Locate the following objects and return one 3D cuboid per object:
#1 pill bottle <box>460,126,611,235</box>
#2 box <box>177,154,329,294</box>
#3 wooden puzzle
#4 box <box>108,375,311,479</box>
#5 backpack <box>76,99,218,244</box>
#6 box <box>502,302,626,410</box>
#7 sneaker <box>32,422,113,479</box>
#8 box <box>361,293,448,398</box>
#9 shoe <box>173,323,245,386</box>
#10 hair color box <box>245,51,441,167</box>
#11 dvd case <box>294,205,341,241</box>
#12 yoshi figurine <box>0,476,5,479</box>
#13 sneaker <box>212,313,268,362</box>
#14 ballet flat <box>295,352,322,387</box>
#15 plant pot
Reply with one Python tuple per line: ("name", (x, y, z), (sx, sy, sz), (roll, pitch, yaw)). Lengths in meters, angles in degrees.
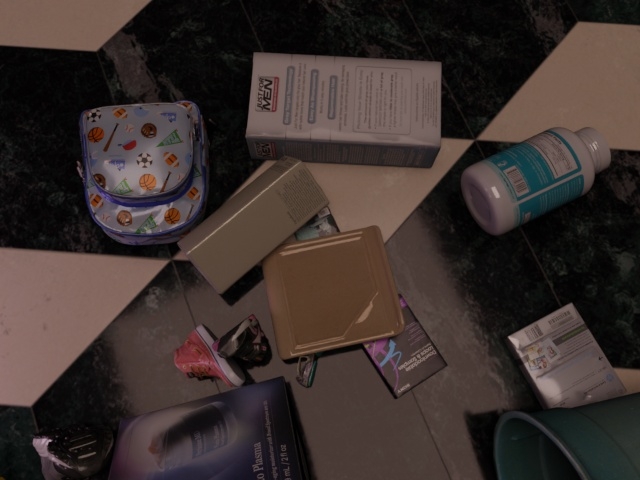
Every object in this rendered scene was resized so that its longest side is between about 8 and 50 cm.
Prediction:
("pill bottle", (0.416, -0.124, 1.215), (0.264, 0.146, 0.146), (-24, 76, -7))
("box", (-0.126, -0.034, 1.197), (0.275, 0.094, 0.113), (-39, 116, -10))
("wooden puzzle", (0.019, 0.096, 1.187), (0.238, 0.044, 0.221), (-13, 67, 1))
("box", (-0.163, 0.394, 0.979), (0.294, 0.296, 0.183), (-15, 113, -4))
("backpack", (-0.325, -0.126, 1.194), (0.276, 0.213, 0.263), (-7, 86, -5))
("box", (0.452, 0.231, 1.175), (0.145, 0.038, 0.186), (-27, 76, -7))
("sneaker", (-0.401, 0.366, 1.042), (0.100, 0.271, 0.108), (-9, 84, -33))
("box", (0.146, 0.198, 1.188), (0.116, 0.029, 0.162), (-32, 78, -8))
("shoe", (-0.203, 0.225, 1.131), (0.081, 0.063, 0.178), (-44, 40, -6))
("hair color box", (0.047, -0.259, 1.269), (0.374, 0.113, 0.185), (3, 75, 0))
("dvd case", (0.000, 0.000, 1.250), (0.087, 0.013, 0.119), (-24, 77, -6))
("yoshi figurine", (-0.712, 0.470, 1.035), (0.362, 0.203, 0.204), (3, 81, 4))
("sneaker", (-0.128, 0.183, 1.122), (0.072, 0.178, 0.077), (-38, 87, 12))
("ballet flat", (-0.018, 0.215, 1.180), (0.041, 0.041, 0.114), (21, 75, 5))
("plant pot", (0.507, 0.388, 1.000), (0.334, 0.341, 0.341), (-15, 75, -12))
